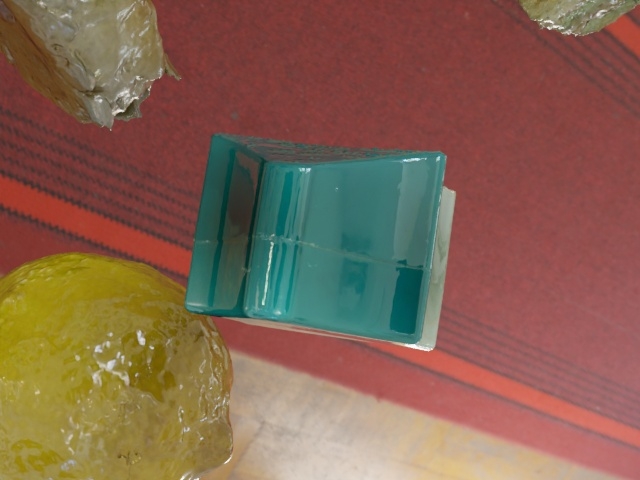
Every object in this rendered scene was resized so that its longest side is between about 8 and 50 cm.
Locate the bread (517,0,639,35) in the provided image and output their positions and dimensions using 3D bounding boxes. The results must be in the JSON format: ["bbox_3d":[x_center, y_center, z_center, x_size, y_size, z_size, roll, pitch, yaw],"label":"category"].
[{"bbox_3d":[0.180,-0.254,0.652,0.138,0.196,0.102,-36,160,31],"label":"bread"}]

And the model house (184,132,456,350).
[{"bbox_3d":[0.000,0.000,0.488,0.149,0.127,0.100,26,71,-74],"label":"model house"}]

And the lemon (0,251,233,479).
[{"bbox_3d":[-0.164,0.104,0.655,0.192,0.231,0.192,-51,156,-35],"label":"lemon"}]

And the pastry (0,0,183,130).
[{"bbox_3d":[-0.293,-0.272,0.968,0.136,0.329,0.330,-43,129,-17],"label":"pastry"}]
